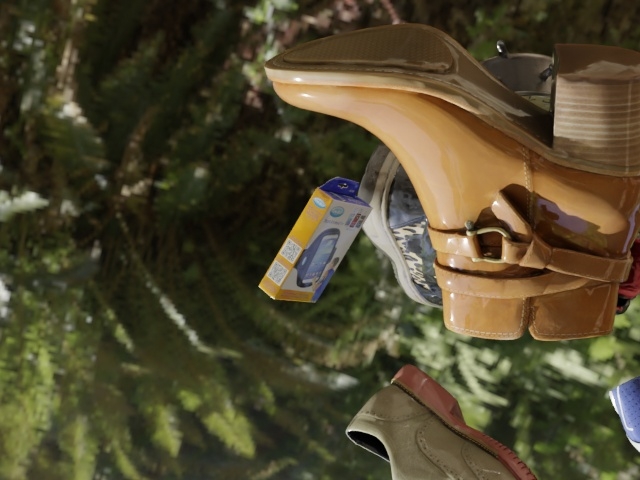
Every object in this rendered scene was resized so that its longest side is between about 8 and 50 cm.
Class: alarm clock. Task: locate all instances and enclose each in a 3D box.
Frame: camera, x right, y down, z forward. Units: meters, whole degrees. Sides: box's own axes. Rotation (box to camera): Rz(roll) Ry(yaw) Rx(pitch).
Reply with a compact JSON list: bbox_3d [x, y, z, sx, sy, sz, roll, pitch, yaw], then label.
[{"bbox_3d":[0.212,-0.142,1.365,0.129,0.064,0.192,-7,155,18],"label":"alarm clock"}]

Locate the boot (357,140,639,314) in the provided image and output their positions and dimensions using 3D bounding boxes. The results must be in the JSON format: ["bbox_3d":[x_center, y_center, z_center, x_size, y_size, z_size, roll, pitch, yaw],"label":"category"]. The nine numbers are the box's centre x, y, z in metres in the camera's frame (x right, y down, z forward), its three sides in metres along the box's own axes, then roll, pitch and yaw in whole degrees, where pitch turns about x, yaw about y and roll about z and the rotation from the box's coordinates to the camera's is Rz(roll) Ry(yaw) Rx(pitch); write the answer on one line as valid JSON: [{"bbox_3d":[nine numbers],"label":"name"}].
[{"bbox_3d":[0.228,0.013,1.461,0.284,0.138,0.377,13,163,27],"label":"boot"}]

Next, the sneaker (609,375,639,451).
[{"bbox_3d":[0.452,0.285,1.443,0.315,0.127,0.182,62,-170,8],"label":"sneaker"}]

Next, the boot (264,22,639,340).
[{"bbox_3d":[0.098,-0.039,0.946,0.283,0.220,0.109,4,-150,8],"label":"boot"}]

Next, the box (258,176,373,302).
[{"bbox_3d":[0.000,0.000,1.309,0.028,0.136,0.081,40,-164,28],"label":"box"}]

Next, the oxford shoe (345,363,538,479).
[{"bbox_3d":[0.160,0.284,1.463,0.130,0.123,0.348,-38,-140,-11],"label":"oxford shoe"}]
